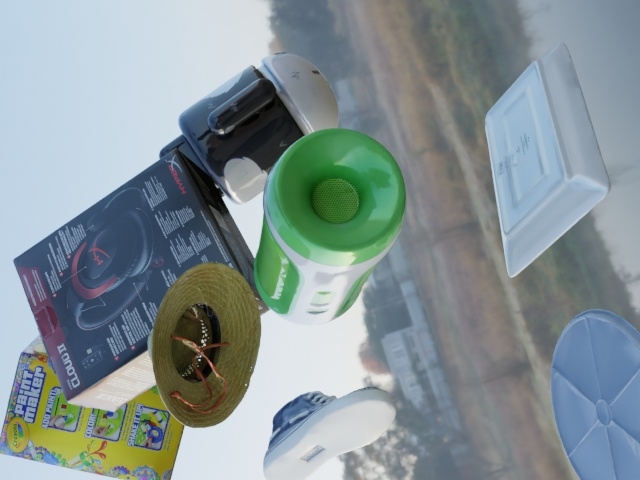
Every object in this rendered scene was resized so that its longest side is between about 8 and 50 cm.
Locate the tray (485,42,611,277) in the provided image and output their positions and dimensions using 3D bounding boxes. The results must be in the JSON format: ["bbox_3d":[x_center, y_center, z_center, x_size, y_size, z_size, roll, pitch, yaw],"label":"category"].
[{"bbox_3d":[0.228,-0.099,0.901,0.030,0.145,0.270,25,-140,-18],"label":"tray"}]

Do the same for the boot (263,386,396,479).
[{"bbox_3d":[0.005,0.191,0.914,0.069,0.190,0.086,37,-148,-25],"label":"boot"}]

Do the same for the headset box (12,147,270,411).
[{"bbox_3d":[-0.235,0.060,1.053,0.218,0.293,0.110,59,-174,25],"label":"headset box"}]

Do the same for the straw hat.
[{"bbox_3d":[-0.120,0.090,0.741,0.144,0.061,0.144,-1,-89,-52],"label":"straw hat"}]

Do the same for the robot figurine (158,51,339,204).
[{"bbox_3d":[-0.106,-0.168,1.274,0.173,0.278,0.209,55,180,-29],"label":"robot figurine"}]

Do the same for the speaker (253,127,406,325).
[{"bbox_3d":[0.000,0.000,0.813,0.296,0.131,0.131,111,143,-72],"label":"speaker"}]

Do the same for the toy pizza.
[{"bbox_3d":[0.290,0.166,0.814,0.201,0.032,0.201,175,90,-74],"label":"toy pizza"}]

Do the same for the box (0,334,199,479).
[{"bbox_3d":[-0.370,0.272,1.457,0.290,0.279,0.177,-130,55,-81],"label":"box"}]
